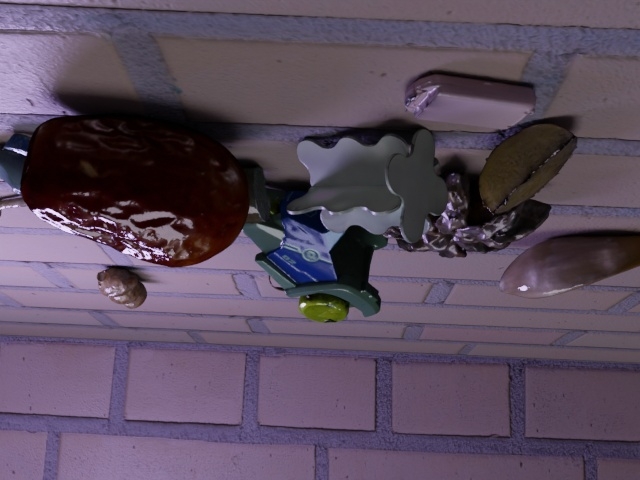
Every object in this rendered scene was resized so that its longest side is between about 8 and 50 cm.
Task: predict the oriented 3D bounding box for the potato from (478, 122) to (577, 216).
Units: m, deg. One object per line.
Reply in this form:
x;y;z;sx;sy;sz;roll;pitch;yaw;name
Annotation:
0.295;-0.123;1.377;0.101;0.089;0.172;-11;148;-50;potato

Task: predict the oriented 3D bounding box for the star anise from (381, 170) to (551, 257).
0.219;-0.037;1.607;0.332;0.117;0.331;8;167;2;star anise

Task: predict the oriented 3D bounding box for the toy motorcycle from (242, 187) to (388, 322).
0.000;0.000;1.706;0.200;0.191;0.326;-11;147;32;toy motorcycle

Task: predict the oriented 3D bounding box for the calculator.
0.194;-0.176;1.230;0.175;0.032;0.100;5;166;-13;calculator

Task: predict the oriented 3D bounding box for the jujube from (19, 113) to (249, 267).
-0.263;-0.075;1.379;0.318;0.223;0.223;13;163;-22;jujube

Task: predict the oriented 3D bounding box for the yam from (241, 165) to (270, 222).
-0.216;-0.076;1.571;0.259;0.106;0.106;-1;165;7;yam

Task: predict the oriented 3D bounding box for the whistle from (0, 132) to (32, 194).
-0.422;-0.099;1.528;0.269;0.093;0.180;19;159;1;whistle

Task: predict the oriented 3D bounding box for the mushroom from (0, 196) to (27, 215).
-0.538;-0.082;1.733;0.068;0.043;0.306;-16;180;-41;mushroom

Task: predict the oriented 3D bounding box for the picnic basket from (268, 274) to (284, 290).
-0.082;0.073;2.152;0.072;0.083;0.072;3;166;1;picnic basket

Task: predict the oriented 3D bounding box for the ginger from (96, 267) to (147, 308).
-0.499;0.123;2.432;0.104;0.080;0.204;-4;163;3;ginger

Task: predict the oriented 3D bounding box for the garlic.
0.505;0.046;1.895;0.318;0.112;0.143;-9;-174;16;garlic

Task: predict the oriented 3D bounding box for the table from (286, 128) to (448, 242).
0.062;-0.080;1.414;0.198;0.166;0.166;1;168;37;table
